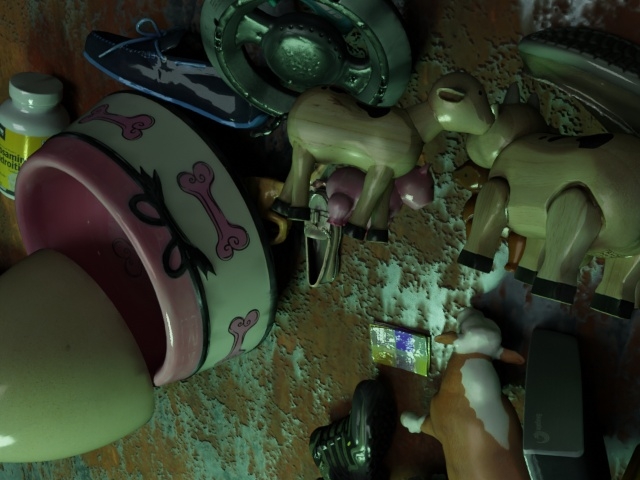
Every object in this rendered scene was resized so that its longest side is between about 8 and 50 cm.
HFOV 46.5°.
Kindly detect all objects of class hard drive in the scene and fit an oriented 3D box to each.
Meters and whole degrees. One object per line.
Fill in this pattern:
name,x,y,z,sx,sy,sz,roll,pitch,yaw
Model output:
hard drive,0.241,0.199,0.720,0.054,0.254,0.172,-14,101,21

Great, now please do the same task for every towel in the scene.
towel,0.100,0.138,0.943,0.083,0.009,0.060,12,116,31

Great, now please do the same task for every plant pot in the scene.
plant pot,-0.383,0.180,0.982,0.284,0.191,0.284,27,134,32

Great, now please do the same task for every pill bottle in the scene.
pill bottle,-0.438,-0.157,1.135,0.103,0.103,0.184,32,125,21

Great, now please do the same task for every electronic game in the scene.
electronic game,-0.016,-0.202,0.786,0.229,0.048,0.229,11,148,7

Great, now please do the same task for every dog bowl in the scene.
dog bowl,-0.253,0.016,1.003,0.408,0.150,0.408,26,133,32

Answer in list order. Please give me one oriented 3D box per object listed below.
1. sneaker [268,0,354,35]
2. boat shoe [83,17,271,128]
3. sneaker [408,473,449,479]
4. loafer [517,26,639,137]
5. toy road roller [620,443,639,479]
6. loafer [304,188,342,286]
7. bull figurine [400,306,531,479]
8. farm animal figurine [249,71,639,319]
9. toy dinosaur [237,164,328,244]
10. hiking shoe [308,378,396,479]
sneaker,-0.064,-0.313,0.804,0.275,0.107,0.110,35,135,18
boat shoe,-0.171,-0.224,0.933,0.258,0.109,0.089,21,113,7
sneaker,0.087,0.381,0.925,0.276,0.135,0.098,-16,124,7
loafer,0.280,-0.109,0.648,0.251,0.094,0.087,32,129,20
toy road roller,0.399,0.294,0.683,0.240,0.202,0.330,20,121,14
loafer,0.000,0.000,0.933,0.045,0.039,0.125,12,117,33
bull figurine,0.179,0.236,0.831,0.188,0.101,0.310,117,141,-62
farm animal figurine,0.157,-0.057,0.640,0.326,0.330,0.172,22,97,45
toy dinosaur,-0.057,-0.055,0.920,0.211,0.064,0.112,5,120,42
hiking shoe,0.032,0.276,1.003,0.114,0.086,0.227,18,121,24
